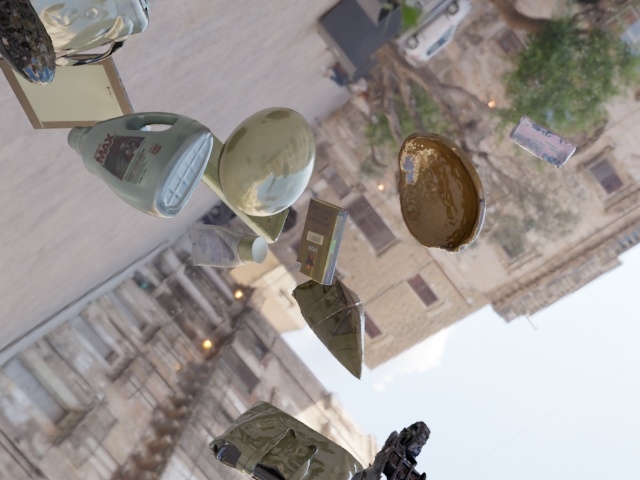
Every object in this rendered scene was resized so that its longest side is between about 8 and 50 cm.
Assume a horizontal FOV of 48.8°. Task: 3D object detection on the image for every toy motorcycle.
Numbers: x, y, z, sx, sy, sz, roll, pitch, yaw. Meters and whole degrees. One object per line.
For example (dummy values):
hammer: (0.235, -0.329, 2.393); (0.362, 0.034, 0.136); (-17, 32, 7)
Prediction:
toy motorcycle: (0.109, 0.442, 1.286); (0.159, 0.106, 0.270); (-39, -173, 42)

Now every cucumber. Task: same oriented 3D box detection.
cucumber: (-0.421, -0.324, 0.858); (0.081, 0.303, 0.072); (-40, -171, 1)

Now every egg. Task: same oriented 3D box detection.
egg: (-0.105, -0.161, 1.421); (0.186, 0.186, 0.242); (-24, -141, 64)

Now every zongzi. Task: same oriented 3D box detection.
zongzi: (0.072, 0.247, 1.830); (0.145, 0.300, 0.274); (-33, 155, 10)

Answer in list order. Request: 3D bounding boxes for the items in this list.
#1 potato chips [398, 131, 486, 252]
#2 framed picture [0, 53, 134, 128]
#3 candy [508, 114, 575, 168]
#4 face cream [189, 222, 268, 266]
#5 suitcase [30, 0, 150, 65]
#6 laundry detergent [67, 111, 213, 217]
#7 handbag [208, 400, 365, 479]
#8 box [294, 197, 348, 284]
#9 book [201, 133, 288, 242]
potato chips: (0.206, -0.086, 1.190); (0.062, 0.208, 0.195); (-20, 160, -35)
framed picture: (-0.727, -0.427, 2.051); (0.347, 0.265, 0.016); (0, -130, 10)
candy: (0.562, -0.250, 1.789); (0.073, 0.160, 0.092); (-60, 173, 18)
face cream: (-0.245, 0.015, 1.820); (0.224, 0.114, 0.070); (4, -168, 32)
suitcase: (-0.544, -0.511, 1.519); (0.351, 0.194, 0.339); (-17, 154, -3)
laundry detergent: (-0.480, -0.227, 1.792); (0.264, 0.398, 0.125); (-63, 150, -10)
handbag: (-0.067, 0.481, 1.542); (0.109, 0.316, 0.253); (-64, 166, 16)
box: (0.000, 0.000, 1.208); (0.090, 0.023, 0.133); (23, -78, 55)
book: (-0.234, -0.159, 1.995); (0.035, 0.352, 0.239); (-40, -166, 23)
